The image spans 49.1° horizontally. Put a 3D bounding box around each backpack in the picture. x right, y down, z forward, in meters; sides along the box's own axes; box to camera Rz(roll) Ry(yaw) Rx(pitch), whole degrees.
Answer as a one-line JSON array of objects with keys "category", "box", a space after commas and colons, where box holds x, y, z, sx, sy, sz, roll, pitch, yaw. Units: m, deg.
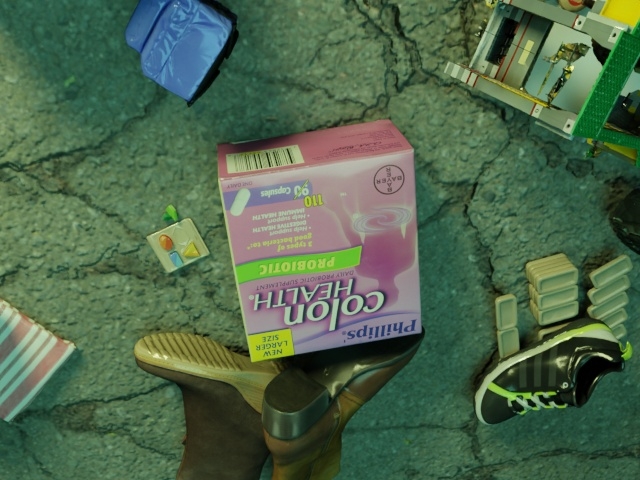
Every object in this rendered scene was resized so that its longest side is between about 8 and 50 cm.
[{"category": "backpack", "box": [-0.135, -0.210, 0.709, 0.101, 0.120, 0.098, 37, 108, -14]}]

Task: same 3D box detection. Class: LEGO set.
[{"category": "LEGO set", "box": [0.275, -0.242, 0.697, 0.255, 0.192, 0.331, -9, 126, -38]}]

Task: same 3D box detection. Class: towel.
[{"category": "towel", "box": [-0.430, 0.132, 0.884, 0.197, 0.029, 0.144, 40, 101, -25]}]

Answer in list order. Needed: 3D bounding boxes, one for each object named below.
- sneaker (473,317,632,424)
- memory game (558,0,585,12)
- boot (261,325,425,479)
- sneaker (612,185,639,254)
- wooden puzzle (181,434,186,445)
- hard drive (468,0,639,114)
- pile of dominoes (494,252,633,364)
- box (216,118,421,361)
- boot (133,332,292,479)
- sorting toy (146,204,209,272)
[{"category": "sneaker", "box": [0.318, 0.197, 0.974, 0.235, 0.097, 0.084, -40, 122, 15]}, {"category": "memory game", "box": [0.283, -0.332, 0.726, 0.186, 0.012, 0.186, -4, 117, -8]}, {"category": "boot", "box": [0.032, 0.253, 0.971, 0.264, 0.096, 0.280, -35, 142, -35]}, {"category": "sneaker", "box": [0.528, -0.009, 0.934, 0.330, 0.130, 0.147, 22, 101, -27]}, {"category": "wooden puzzle", "box": [-0.167, 0.284, 1.013, 0.049, 0.006, 0.083, 30, 108, -22]}, {"category": "hard drive", "box": [0.382, -0.228, 0.828, 0.353, 0.047, 0.233, 22, 111, -18]}, {"category": "pile of dominoes", "box": [0.347, 0.130, 1.020, 0.196, 0.040, 0.251, -16, 126, -2]}, {"category": "box", "box": [0.000, 0.000, 0.838, 0.214, 0.117, 0.243, -9, 118, -5]}, {"category": "boot", "box": [-0.156, 0.243, 0.939, 0.248, 0.090, 0.207, 19, 104, -24]}, {"category": "sorting toy", "box": [-0.182, -0.003, 0.864, 0.062, 0.012, 0.083, -23, 118, 3]}]
